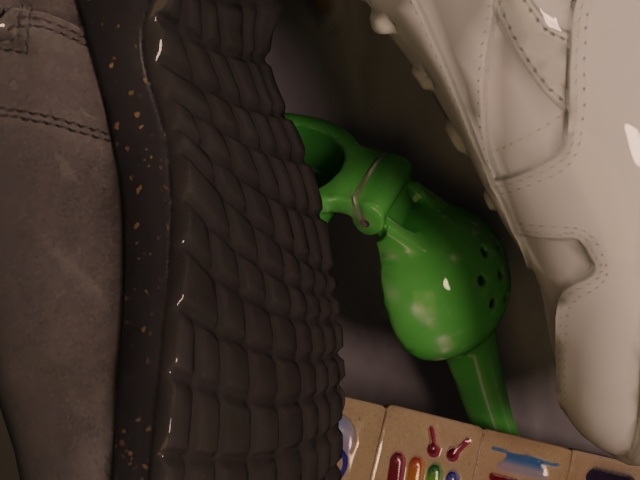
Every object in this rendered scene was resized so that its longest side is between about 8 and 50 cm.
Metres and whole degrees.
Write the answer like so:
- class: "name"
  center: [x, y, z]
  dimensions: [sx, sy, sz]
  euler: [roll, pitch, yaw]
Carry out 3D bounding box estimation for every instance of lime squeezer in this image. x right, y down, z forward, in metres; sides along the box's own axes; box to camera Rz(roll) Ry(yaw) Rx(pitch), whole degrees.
- class: "lime squeezer"
  center: [0.000, 0.000, 0.473]
  dimensions: [0.310, 0.059, 0.110]
  euler: [38, 154, -8]

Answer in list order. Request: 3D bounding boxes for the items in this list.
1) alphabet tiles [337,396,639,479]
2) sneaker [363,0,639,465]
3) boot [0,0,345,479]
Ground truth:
- class: "alphabet tiles"
  center: [0.069, 0.172, 0.462]
  dimensions: [0.237, 0.009, 0.198]
  euler: [16, 83, -24]
- class: "sneaker"
  center: [0.069, -0.077, 0.378]
  dimensions: [0.152, 0.114, 0.305]
  euler: [7, 118, 30]
- class: "boot"
  center: [-0.117, -0.010, 0.410]
  dimensions: [0.222, 0.118, 0.338]
  euler: [-6, 81, 22]
